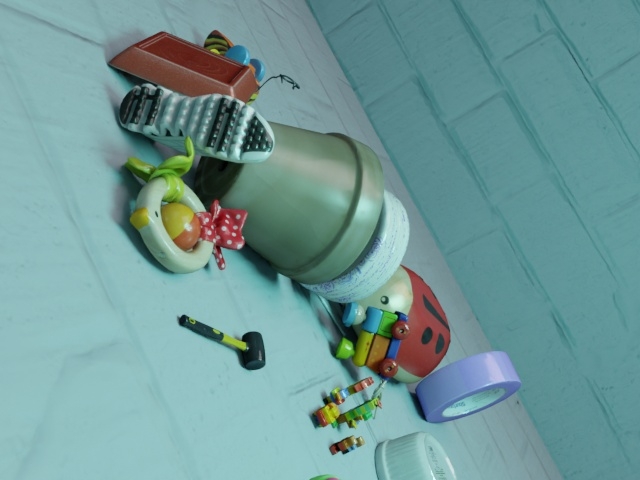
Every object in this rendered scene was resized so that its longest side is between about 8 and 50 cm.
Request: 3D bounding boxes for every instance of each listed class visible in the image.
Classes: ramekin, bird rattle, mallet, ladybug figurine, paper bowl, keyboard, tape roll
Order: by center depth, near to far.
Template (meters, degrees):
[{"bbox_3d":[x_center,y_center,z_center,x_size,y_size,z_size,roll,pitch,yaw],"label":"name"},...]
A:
[{"bbox_3d":[-0.155,0.167,1.118,0.189,0.039,0.062,28,38,-51],"label":"mallet"},{"bbox_3d":[-0.234,-0.031,1.141,0.207,0.143,0.253,-75,147,-51],"label":"bird rattle"},{"bbox_3d":[0.215,0.509,1.465,0.207,0.109,0.207,51,20,-26],"label":"ramekin"},{"bbox_3d":[0.073,0.004,1.562,0.148,0.284,0.284,32,32,-44],"label":"paper bowl"},{"bbox_3d":[-0.001,0.113,1.666,0.256,0.014,0.072,58,23,-4],"label":"keyboard"},{"bbox_3d":[0.214,0.199,1.767,0.449,0.162,0.305,42,34,-49],"label":"ladybug figurine"},{"bbox_3d":[0.402,0.403,1.876,0.275,0.274,0.090,32,33,-56],"label":"tape roll"}]

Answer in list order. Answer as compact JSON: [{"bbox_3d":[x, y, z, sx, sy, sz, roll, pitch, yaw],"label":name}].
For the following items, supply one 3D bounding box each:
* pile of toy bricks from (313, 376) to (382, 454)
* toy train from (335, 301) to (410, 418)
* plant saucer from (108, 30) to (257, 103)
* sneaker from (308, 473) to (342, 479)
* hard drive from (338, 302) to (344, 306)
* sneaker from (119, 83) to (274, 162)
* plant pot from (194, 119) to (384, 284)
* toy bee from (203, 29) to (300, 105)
[{"bbox_3d":[0.075,0.337,1.357,0.118,0.105,0.212,63,18,8],"label":"pile of toy bricks"},{"bbox_3d":[0.096,0.265,1.538,0.143,0.248,0.105,18,0,-6],"label":"toy train"},{"bbox_3d":[-0.260,-0.352,1.395,0.259,0.048,0.258,22,25,-5],"label":"plant saucer"},{"bbox_3d":[0.065,0.538,0.880,0.202,0.185,0.483,42,25,-35],"label":"sneaker"},{"bbox_3d":[0.000,0.000,1.796,0.319,0.040,0.210,58,17,-7],"label":"hard drive"},{"bbox_3d":[-0.208,-0.197,1.220,0.118,0.292,0.110,54,56,-68],"label":"sneaker"},{"bbox_3d":[-0.085,-0.104,1.365,0.280,0.323,0.323,24,37,-35],"label":"plant pot"},{"bbox_3d":[-0.215,-0.402,1.716,0.195,0.162,0.298,33,6,-40],"label":"toy bee"}]
